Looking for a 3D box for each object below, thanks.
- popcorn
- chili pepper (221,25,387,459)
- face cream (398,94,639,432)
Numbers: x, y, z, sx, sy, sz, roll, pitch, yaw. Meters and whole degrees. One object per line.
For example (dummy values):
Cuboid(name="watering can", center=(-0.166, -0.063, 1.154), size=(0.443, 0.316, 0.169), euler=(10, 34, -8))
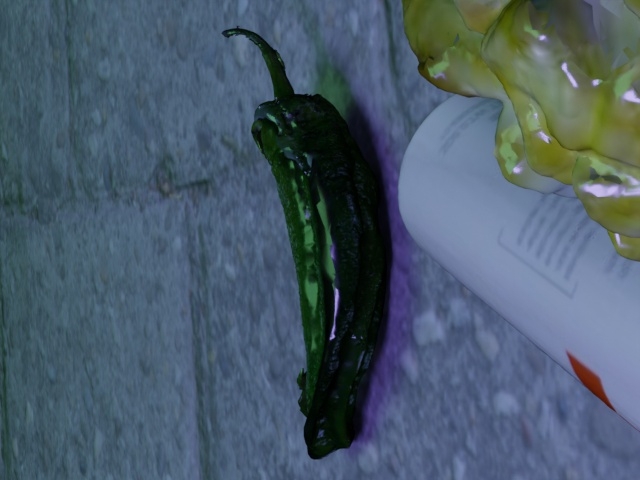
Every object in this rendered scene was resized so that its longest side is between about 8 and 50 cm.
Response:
Cuboid(name="popcorn", center=(0.121, -0.086, 0.587), size=(0.212, 0.198, 0.198), euler=(-24, 70, 45))
Cuboid(name="chili pepper", center=(0.000, 0.000, 1.014), size=(0.122, 0.065, 0.278), euler=(-4, 93, 62))
Cuboid(name="face cream", center=(0.147, 0.030, 0.659), size=(0.345, 0.102, 0.102), euler=(-136, 48, -57))
